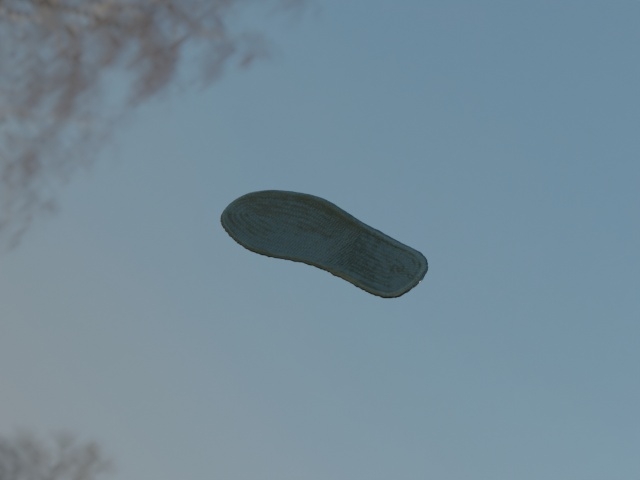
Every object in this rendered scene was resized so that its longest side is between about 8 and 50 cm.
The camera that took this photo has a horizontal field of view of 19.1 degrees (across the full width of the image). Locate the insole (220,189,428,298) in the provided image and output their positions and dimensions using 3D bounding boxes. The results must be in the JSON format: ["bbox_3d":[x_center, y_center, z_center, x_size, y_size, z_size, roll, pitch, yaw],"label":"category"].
[{"bbox_3d":[0.000,0.000,1.098,0.152,0.053,0.002,26,-28,40],"label":"insole"}]
